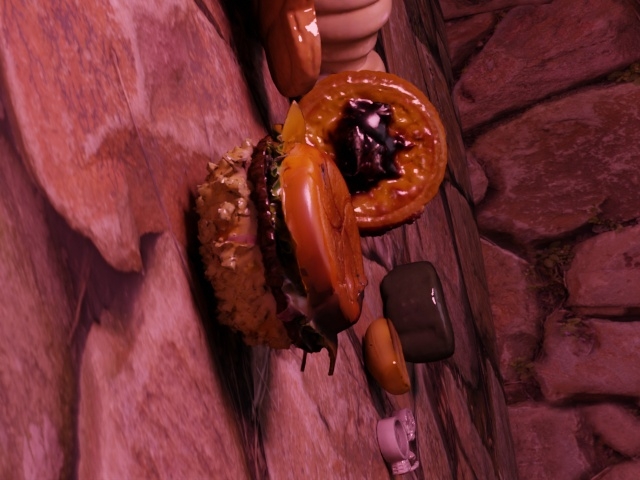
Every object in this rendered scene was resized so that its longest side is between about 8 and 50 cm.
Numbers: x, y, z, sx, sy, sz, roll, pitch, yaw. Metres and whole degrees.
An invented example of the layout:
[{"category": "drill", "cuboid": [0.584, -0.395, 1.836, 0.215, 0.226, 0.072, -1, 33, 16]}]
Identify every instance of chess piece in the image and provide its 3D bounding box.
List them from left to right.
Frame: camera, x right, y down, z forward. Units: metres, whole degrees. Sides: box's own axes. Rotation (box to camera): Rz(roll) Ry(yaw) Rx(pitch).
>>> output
[{"category": "chess piece", "cuboid": [0.031, -0.247, 1.909, 0.167, 0.167, 0.300, -87, 171, -53]}]

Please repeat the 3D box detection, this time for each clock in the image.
[{"category": "clock", "cuboid": [0.117, 0.294, 2.033, 0.129, 0.041, 0.087, -36, 108, -71]}]

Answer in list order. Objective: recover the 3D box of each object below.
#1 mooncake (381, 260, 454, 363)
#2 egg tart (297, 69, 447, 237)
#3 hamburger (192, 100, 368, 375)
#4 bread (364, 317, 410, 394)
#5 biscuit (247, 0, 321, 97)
[{"category": "mooncake", "cuboid": [0.165, 0.121, 2.292, 0.175, 0.104, 0.168, -93, 161, -49]}, {"category": "egg tart", "cuboid": [0.052, -0.110, 1.788, 0.171, 0.215, 0.215, 162, -86, -83]}, {"category": "hamburger", "cuboid": [-0.040, 0.008, 1.393, 0.243, 0.138, 0.262, -88, 160, -46]}, {"category": "bread", "cuboid": [0.092, 0.172, 2.017, 0.082, 0.056, 0.115, 63, 12, -49]}, {"category": "biscuit", "cuboid": [-0.061, -0.362, 1.703, 0.269, 0.051, 0.376, 135, -54, -72]}]
